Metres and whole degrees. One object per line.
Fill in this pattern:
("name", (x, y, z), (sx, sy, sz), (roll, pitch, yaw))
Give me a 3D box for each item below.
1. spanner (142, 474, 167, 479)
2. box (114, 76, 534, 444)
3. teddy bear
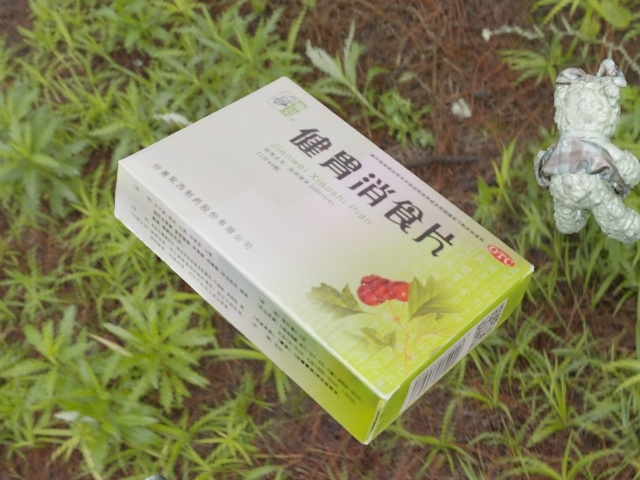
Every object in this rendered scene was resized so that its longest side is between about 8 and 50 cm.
("spanner", (-0.102, 0.371, 1.202), (0.017, 0.302, 0.071), (-27, 39, 41))
("box", (0.000, 0.000, 0.718), (0.260, 0.062, 0.175), (39, 51, 21))
("teddy bear", (0.300, -0.095, 1.134), (0.133, 0.111, 0.213), (4, 108, 39))
